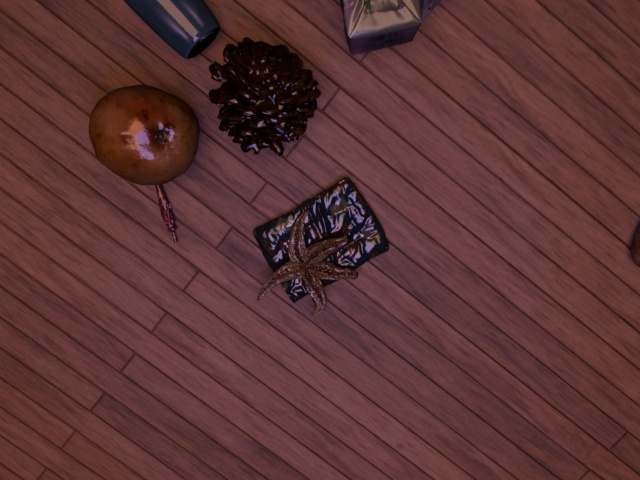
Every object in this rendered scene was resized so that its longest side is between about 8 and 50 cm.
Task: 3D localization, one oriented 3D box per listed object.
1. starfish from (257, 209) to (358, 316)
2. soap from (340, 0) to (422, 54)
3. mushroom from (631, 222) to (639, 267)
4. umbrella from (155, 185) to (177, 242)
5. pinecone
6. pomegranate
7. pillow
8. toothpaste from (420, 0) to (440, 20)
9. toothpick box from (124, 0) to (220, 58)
[{"bbox_3d":[-0.032,0.054,1.172,0.238,0.057,0.213,-23,94,3],"label":"starfish"},{"bbox_3d":[0.102,-0.459,1.028,0.138,0.199,0.182,-10,100,6],"label":"soap"},{"bbox_3d":[0.776,-0.035,1.115,0.285,0.151,0.156,-38,96,8],"label":"mushroom"},{"bbox_3d":[-0.335,-0.075,1.200,0.027,0.025,0.165,-12,99,26],"label":"umbrella"},{"bbox_3d":[-0.113,-0.267,1.069,0.221,0.221,0.221,0,101,1],"label":"pinecone"},{"bbox_3d":[-0.338,-0.207,1.086,0.207,0.207,0.207,0,101,1],"label":"pomegranate"},{"bbox_3d":[0.002,0.001,1.200,0.255,0.034,0.189,-30,99,7],"label":"pillow"},{"bbox_3d":[0.260,-0.539,1.029,0.073,0.114,0.299,33,80,15],"label":"toothpaste"},{"bbox_3d":[-0.287,-0.449,1.080,0.120,0.120,0.184,-40,100,8],"label":"toothpick box"}]
